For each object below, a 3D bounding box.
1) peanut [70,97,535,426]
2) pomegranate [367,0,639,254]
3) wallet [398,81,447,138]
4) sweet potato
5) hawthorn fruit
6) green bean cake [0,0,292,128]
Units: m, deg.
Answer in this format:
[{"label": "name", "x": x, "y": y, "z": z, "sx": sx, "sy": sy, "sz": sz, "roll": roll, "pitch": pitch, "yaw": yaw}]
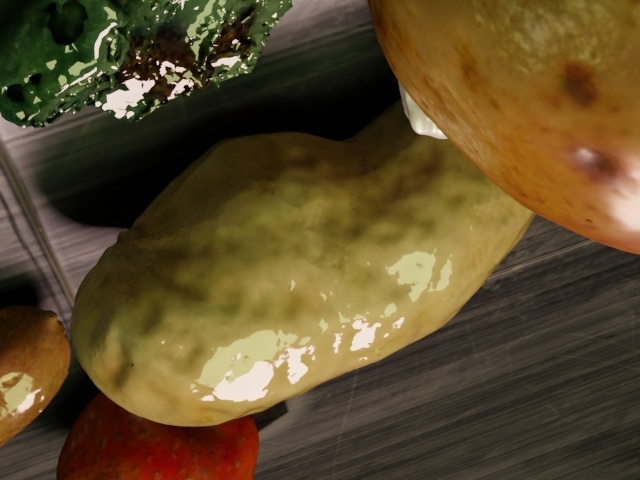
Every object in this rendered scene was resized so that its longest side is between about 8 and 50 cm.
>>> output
[{"label": "peanut", "x": 0.000, "y": 0.000, "z": 0.979, "sx": 0.387, "sy": 0.192, "sz": 0.169, "roll": -25, "pitch": -167, "yaw": -9}, {"label": "pomegranate", "x": 0.181, "y": -0.192, "z": 0.654, "sx": 0.410, "sy": 0.410, "sz": 0.410, "roll": -16, "pitch": 147, "yaw": -11}, {"label": "wallet", "x": 0.134, "y": -0.141, "z": 0.921, "sx": 0.182, "sy": 0.124, "sz": 0.032, "roll": -12, "pitch": -172, "yaw": -14}, {"label": "sweet potato", "x": -0.312, "y": 0.145, "z": 1.064, "sx": 0.291, "sy": 0.097, "sz": 0.097, "roll": -30, "pitch": 147, "yaw": 13}, {"label": "hawthorn fruit", "x": -0.138, "y": 0.196, "z": 1.180, "sx": 0.189, "sy": 0.189, "sz": 0.189, "roll": -16, "pitch": 147, "yaw": -11}, {"label": "green bean cake", "x": -0.093, "y": -0.133, "z": 0.708, "sx": 0.107, "sy": 0.193, "sz": 0.208, "roll": -45, "pitch": 143, "yaw": 22}]
